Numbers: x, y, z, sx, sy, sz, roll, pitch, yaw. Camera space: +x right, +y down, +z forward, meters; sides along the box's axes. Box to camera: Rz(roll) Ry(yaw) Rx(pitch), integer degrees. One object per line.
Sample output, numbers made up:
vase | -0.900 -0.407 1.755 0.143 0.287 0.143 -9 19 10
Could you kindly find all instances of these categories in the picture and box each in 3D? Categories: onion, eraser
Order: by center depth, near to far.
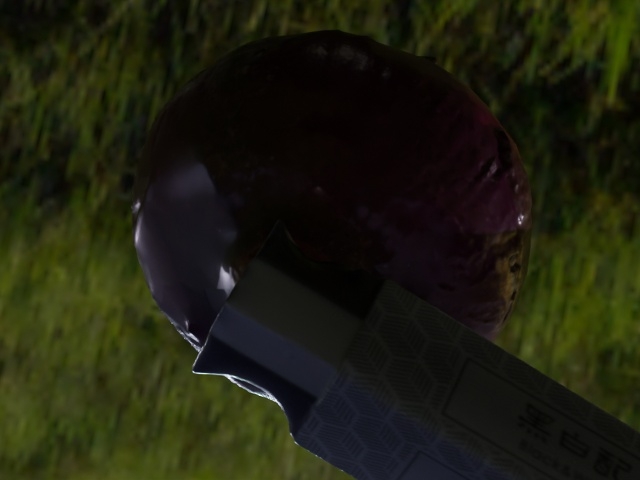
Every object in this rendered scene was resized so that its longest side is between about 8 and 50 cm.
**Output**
eraser | 0.115 0.138 1.155 0.404 0.098 0.096 31 138 0
onion | 0.000 0.000 1.430 0.348 0.347 0.385 10 -161 7
